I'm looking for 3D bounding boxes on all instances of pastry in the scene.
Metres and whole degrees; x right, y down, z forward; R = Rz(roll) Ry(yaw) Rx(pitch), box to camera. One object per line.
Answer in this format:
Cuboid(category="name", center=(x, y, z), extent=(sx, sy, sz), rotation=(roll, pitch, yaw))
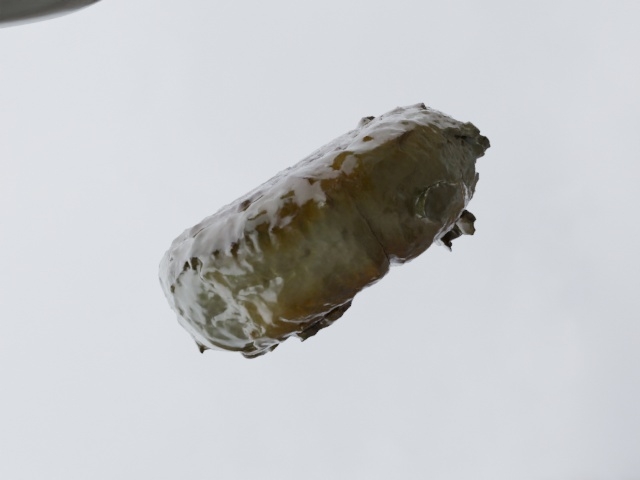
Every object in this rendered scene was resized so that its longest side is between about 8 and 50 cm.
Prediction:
Cuboid(category="pastry", center=(0.001, 0.000, 1.326), extent=(0.236, 0.257, 0.120), rotation=(-35, -84, -38))

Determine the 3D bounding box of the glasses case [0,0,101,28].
Cuboid(category="glasses case", center=(-0.227, -0.138, 0.952), extent=(0.092, 0.234, 0.059), rotation=(-118, 24, -69))
